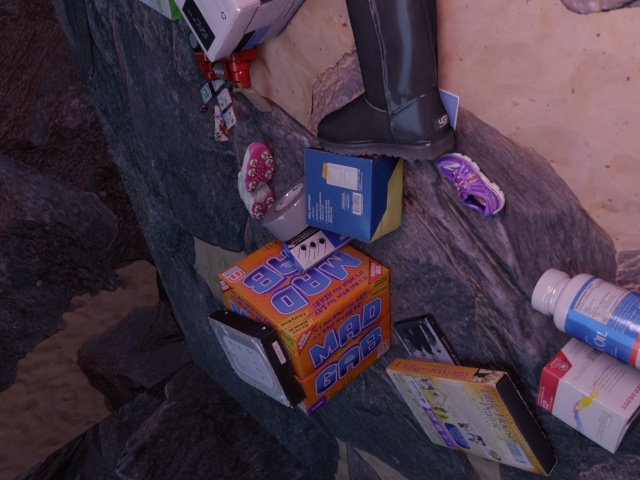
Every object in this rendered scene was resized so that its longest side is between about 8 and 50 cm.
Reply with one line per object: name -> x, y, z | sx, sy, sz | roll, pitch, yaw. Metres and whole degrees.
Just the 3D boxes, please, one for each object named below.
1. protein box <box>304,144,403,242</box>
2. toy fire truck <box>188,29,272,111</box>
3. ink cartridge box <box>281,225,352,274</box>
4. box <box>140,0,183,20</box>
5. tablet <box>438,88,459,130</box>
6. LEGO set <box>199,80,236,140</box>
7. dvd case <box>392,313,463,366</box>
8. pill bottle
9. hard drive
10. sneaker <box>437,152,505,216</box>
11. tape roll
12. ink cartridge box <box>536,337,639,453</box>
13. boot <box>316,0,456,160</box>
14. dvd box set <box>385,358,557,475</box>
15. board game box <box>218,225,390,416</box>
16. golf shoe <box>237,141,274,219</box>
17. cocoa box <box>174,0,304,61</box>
protein box -> 0.079, -0.126, 1.411 | 0.201, 0.136, 0.200 | 17, 118, 37
toy fire truck -> -0.245, -0.481, 1.661 | 0.217, 0.158, 0.246 | 21, 124, 47
ink cartridge box -> 0.000, 0.000, 1.652 | 0.097, 0.207, 0.046 | 52, 156, 11
box -> -0.462, -0.808, 1.669 | 0.231, 0.127, 0.262 | 38, 146, 33
tablet -> 0.261, -0.268, 1.202 | 0.054, 0.006, 0.083 | 36, 143, 35
LEGO set -> -0.334, -0.441, 1.936 | 0.244, 0.060, 0.182 | -19, 89, 59
dvd case -> 0.319, 0.328, 1.665 | 0.238, 0.029, 0.179 | 58, 151, -1
pill bottle -> 0.516, 0.135, 1.079 | 0.221, 0.124, 0.124 | 28, 140, 43
hard drive -> -0.192, 0.331, 1.680 | 0.339, 0.064, 0.237 | 9, 126, 56
sneaker -> 0.306, -0.117, 1.213 | 0.170, 0.071, 0.068 | 46, 149, 22
tape roll -> -0.064, -0.099, 1.638 | 0.072, 0.219, 0.219 | 44, 155, -17
ink cartridge box -> 0.556, 0.309, 1.179 | 0.176, 0.128, 0.127 | 32, 142, 39
boot -> 0.088, -0.401, 1.192 | 0.367, 0.146, 0.445 | 12, 131, 43
dvd box set -> 0.398, 0.471, 1.605 | 0.307, 0.062, 0.420 | 57, 150, -14
board game box -> -0.037, 0.223, 1.771 | 0.356, 0.356, 0.356 | 33, 143, 37
golf shoe -> -0.228, -0.208, 1.909 | 0.140, 0.115, 0.306 | 44, 147, 30
cocoa box -> -0.221, -0.646, 1.347 | 0.347, 0.228, 0.231 | 59, 151, -3
